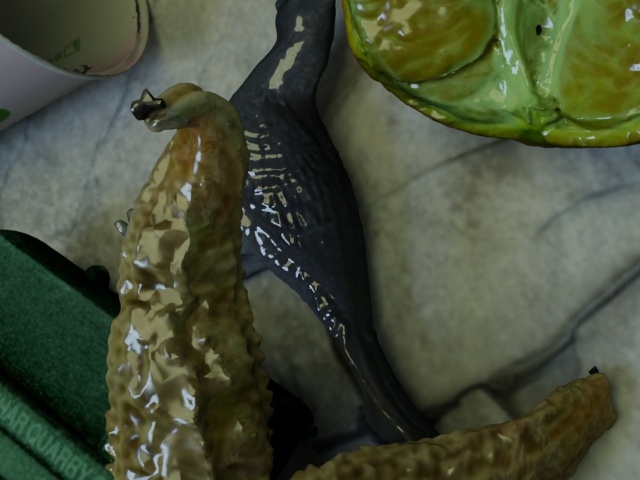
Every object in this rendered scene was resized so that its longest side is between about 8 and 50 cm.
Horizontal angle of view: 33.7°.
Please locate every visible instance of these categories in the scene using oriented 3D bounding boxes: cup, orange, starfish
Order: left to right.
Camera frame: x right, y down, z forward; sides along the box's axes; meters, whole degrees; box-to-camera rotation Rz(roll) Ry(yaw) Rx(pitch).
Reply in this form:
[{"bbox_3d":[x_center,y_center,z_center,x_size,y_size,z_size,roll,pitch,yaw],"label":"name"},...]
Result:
[{"bbox_3d":[-0.307,-0.170,0.788,0.274,0.253,0.253,-28,71,26],"label":"cup"},{"bbox_3d":[0.005,0.161,0.580,0.324,0.082,0.432,14,95,-13],"label":"starfish"},{"bbox_3d":[0.133,-0.144,0.612,0.237,0.158,0.179,9,92,23],"label":"orange"}]

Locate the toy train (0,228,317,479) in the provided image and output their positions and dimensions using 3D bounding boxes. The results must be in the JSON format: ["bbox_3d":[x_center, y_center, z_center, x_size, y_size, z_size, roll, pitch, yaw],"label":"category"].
[{"bbox_3d":[-0.156,0.118,0.724,0.330,0.138,0.178,31,89,26],"label":"toy train"}]

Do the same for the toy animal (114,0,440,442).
[{"bbox_3d":[-0.034,-0.008,0.712,0.206,0.081,0.367,-15,80,24],"label":"toy animal"}]
